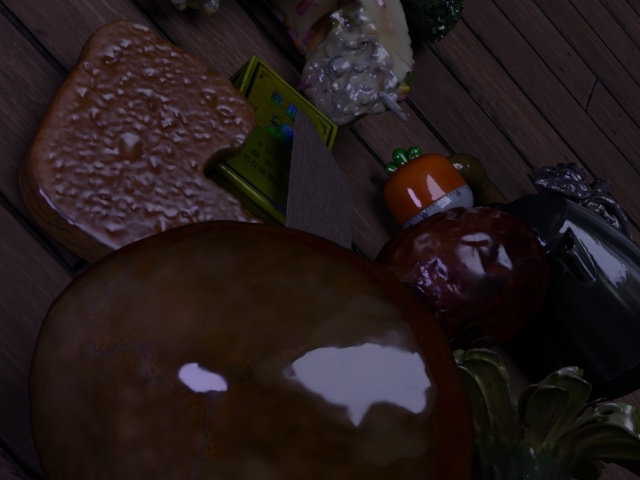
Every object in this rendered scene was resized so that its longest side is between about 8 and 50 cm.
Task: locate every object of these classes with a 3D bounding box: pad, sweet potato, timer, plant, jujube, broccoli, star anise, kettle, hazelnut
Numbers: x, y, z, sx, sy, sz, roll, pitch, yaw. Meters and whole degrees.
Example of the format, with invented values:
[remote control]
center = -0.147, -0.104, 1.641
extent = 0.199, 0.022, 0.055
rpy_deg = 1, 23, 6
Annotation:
[pad]
center = 0.000, 0.000, 1.212
extent = 0.176, 0.002, 0.266
rpy_deg = 55, 31, -48
[sweet potato]
center = 0.229, -0.073, 1.596
extent = 0.249, 0.059, 0.069
rpy_deg = 36, 11, -45
[timer]
center = 0.131, -0.067, 1.444
extent = 0.136, 0.099, 0.136
rpy_deg = 37, 23, -19
[plant]
center = 0.220, 0.246, 1.233
extent = 0.306, 0.296, 0.261
rpy_deg = 5, 13, 3
[jujube]
center = 0.161, 0.045, 1.299
extent = 0.243, 0.183, 0.183
rpy_deg = -19, 76, -53
[broccoli]
center = 0.132, -0.414, 1.720
extent = 0.194, 0.194, 0.219
rpy_deg = 9, 77, -47
[star anise]
center = 0.435, -0.043, 1.795
extent = 0.231, 0.089, 0.209
rpy_deg = 34, 44, -8
[kettle]
center = 0.335, 0.040, 1.476
extent = 0.271, 0.207, 0.250
rpy_deg = 47, 30, -18
[hazelnut]
center = -0.041, 0.154, 0.853
extent = 0.366, 0.366, 0.365
rpy_deg = 31, 39, -30

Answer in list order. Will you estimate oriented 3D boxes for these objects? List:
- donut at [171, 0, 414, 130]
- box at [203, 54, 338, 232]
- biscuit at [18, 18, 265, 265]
[donut]
center = -0.041, -0.316, 1.406
extent = 0.371, 0.150, 0.307
rpy_deg = 36, 37, -25
[box]
center = -0.062, -0.098, 1.261
extent = 0.141, 0.064, 0.220
rpy_deg = 38, 38, -21
[biscuit]
center = -0.147, -0.071, 1.087
extent = 0.262, 0.052, 0.277
rpy_deg = 25, 52, -14
